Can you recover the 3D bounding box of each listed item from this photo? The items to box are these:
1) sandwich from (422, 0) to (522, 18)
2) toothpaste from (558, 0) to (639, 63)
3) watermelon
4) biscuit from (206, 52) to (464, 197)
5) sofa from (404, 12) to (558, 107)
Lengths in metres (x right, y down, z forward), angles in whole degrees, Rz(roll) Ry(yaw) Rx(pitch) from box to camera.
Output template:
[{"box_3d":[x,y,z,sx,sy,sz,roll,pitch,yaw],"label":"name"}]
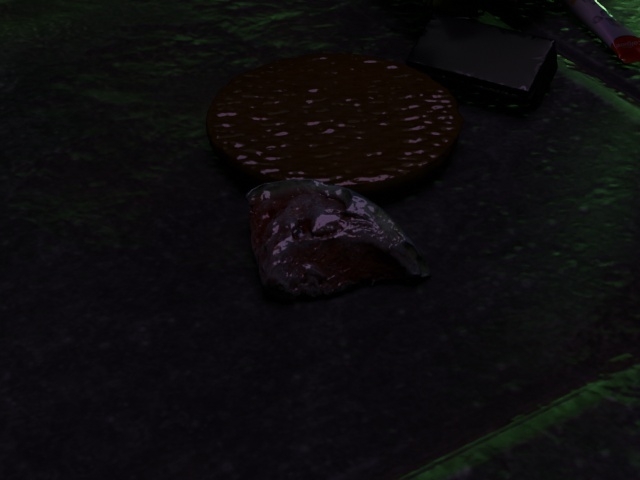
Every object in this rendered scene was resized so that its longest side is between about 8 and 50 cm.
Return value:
[{"box_3d":[0.154,-0.383,1.723,0.250,0.162,0.301,-18,32,-34],"label":"sandwich"},{"box_3d":[0.319,-0.255,1.691,0.048,0.031,0.190,-9,39,-22],"label":"toothpaste"},{"box_3d":[0.000,0.000,1.319,0.187,0.071,0.139,20,45,25],"label":"watermelon"},{"box_3d":[0.014,-0.116,1.497,0.262,0.037,0.262,0,36,0],"label":"biscuit"},{"box_3d":[0.173,-0.184,1.583,0.147,0.060,0.085,17,57,22],"label":"sofa"}]
